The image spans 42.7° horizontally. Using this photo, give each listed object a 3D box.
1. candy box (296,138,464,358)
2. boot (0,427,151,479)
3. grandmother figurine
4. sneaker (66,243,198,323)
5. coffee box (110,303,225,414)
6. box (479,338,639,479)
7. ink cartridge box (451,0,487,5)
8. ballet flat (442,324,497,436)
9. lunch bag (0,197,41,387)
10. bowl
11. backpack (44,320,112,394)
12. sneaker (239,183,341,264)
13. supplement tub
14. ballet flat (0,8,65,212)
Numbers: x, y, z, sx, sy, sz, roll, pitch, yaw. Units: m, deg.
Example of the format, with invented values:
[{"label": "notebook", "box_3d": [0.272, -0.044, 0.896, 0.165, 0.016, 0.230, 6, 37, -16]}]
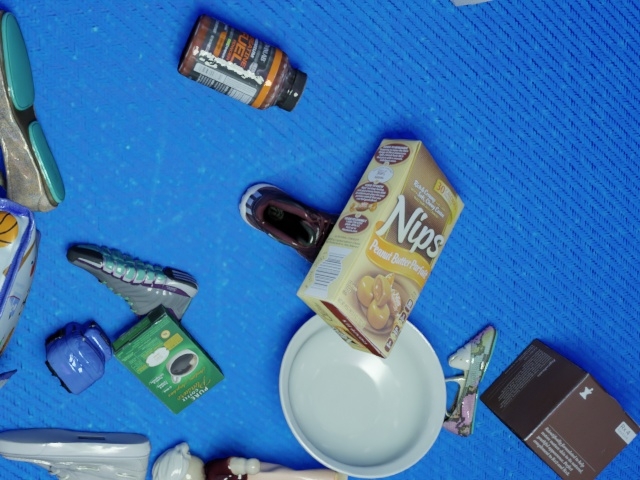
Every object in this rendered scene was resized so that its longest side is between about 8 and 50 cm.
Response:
[{"label": "candy box", "box_3d": [0.108, 0.010, 1.358, 0.183, 0.087, 0.317, 47, 64, -41]}, {"label": "boot", "box_3d": [-0.422, 0.392, 1.389, 0.258, 0.095, 0.124, 8, 92, -16]}, {"label": "grandmother figurine", "box_3d": [-0.125, 0.416, 1.426, 0.342, 0.104, 0.208, 5, 143, 3]}, {"label": "sneaker", "box_3d": [-0.320, 0.081, 1.362, 0.223, 0.083, 0.098, 19, 101, -17]}, {"label": "coffee box", "box_3d": [-0.257, 0.206, 1.393, 0.113, 0.040, 0.184, -38, 126, -3]}, {"label": "box", "box_3d": [0.438, 0.320, 1.524, 0.167, 0.203, 0.168, -45, 107, -1]}, {"label": "ink cartridge box", "box_3d": [0.231, -0.544, 1.304, 0.270, 0.197, 0.198, 42, 90, -18]}, {"label": "ballet flat", "box_3d": [0.272, 0.262, 1.547, 0.079, 0.077, 0.222, 13, 99, 4]}, {"label": "lunch bag", "box_3d": [-0.540, 0.124, 1.151, 0.238, 0.328, 0.386, 20, 79, -14]}, {"label": "bowl", "box_3d": [0.059, 0.267, 1.433, 0.297, 0.134, 0.298, 5, 70, -15]}, {"label": "backpack", "box_3d": [-0.397, 0.187, 1.342, 0.101, 0.120, 0.098, -39, 106, -3]}, {"label": "sneaker", "box_3d": [0.000, 0.000, 1.376, 0.281, 0.162, 0.107, 22, 95, -16]}, {"label": "supplement tub", "box_3d": [-0.123, -0.278, 1.323, 0.197, 0.106, 0.106, 22, 95, -17]}, {"label": "ballet flat", "box_3d": [-0.487, -0.189, 1.259, 0.106, 0.107, 0.316, -10, 103, 3]}]
